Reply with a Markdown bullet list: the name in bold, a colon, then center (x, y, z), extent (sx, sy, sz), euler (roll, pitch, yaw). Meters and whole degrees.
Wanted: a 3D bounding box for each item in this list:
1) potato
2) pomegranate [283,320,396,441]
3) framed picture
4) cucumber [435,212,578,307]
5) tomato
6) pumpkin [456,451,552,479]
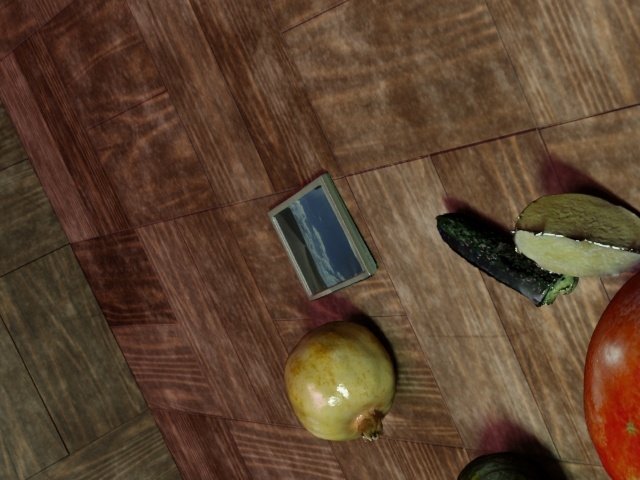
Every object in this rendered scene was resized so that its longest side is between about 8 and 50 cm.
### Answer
- **potato**: center (0.331, -0.012, 1.534), extent (0.172, 0.089, 0.101), euler (8, 151, 20)
- **pomegranate**: center (0.037, 0.242, 2.137), extent (0.207, 0.207, 0.207), euler (40, 146, 35)
- **framed picture**: center (0.000, 0.000, 2.153), extent (0.189, 0.023, 0.260), euler (64, 153, 1)
- **cucumber**: center (0.247, 0.023, 1.710), extent (0.245, 0.067, 0.067), euler (33, 141, 47)
- **tomato**: center (0.404, 0.192, 1.432), extent (0.338, 0.143, 0.338), euler (45, 143, 49)
- **pumpkin**: center (0.291, 0.431, 1.866), extent (0.238, 0.159, 0.238), euler (168, 90, -85)
